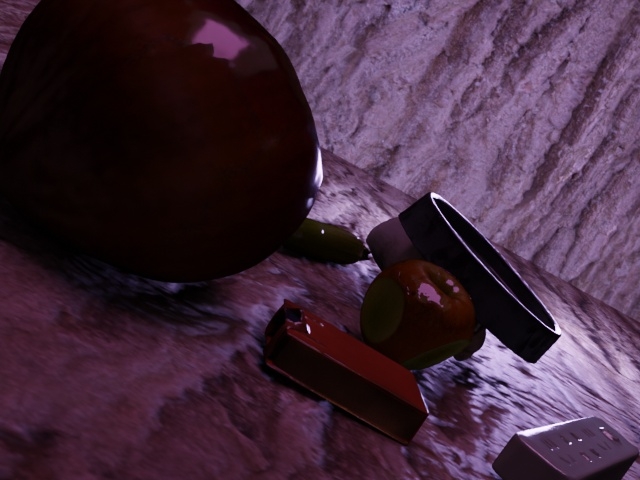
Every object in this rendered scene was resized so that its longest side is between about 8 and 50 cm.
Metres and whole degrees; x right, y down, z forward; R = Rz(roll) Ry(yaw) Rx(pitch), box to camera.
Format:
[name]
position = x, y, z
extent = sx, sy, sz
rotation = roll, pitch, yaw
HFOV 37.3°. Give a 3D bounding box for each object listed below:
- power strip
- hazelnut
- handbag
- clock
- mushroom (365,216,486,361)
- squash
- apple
[power strip]
position = 0.335, 0.284, 1.241
extent = 0.091, 0.062, 0.385
rotation = 39, 14, 28
[hazelnut]
position = -0.191, -0.139, 1.088
extent = 0.359, 0.359, 0.409
rotation = 17, 18, -49
[handbag]
position = 0.025, 0.146, 1.082
extent = 0.190, 0.062, 0.127
rotation = 32, 11, -11
[clock]
position = 0.253, 0.054, 1.501
extent = 0.319, 0.066, 0.319
rotation = 43, 14, -13
[mushroom]
position = 0.186, 0.075, 1.655
extent = 0.177, 0.126, 0.397
rotation = 50, 7, -16
[squash]
position = 0.000, 0.000, 1.660
extent = 0.069, 0.069, 0.258
rotation = 37, 12, 35
[apple]
position = 0.133, 0.112, 1.308
extent = 0.146, 0.147, 0.163
rotation = 16, 30, -38
